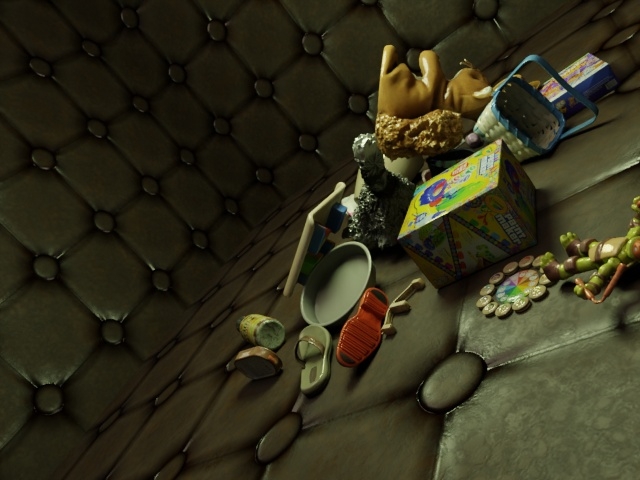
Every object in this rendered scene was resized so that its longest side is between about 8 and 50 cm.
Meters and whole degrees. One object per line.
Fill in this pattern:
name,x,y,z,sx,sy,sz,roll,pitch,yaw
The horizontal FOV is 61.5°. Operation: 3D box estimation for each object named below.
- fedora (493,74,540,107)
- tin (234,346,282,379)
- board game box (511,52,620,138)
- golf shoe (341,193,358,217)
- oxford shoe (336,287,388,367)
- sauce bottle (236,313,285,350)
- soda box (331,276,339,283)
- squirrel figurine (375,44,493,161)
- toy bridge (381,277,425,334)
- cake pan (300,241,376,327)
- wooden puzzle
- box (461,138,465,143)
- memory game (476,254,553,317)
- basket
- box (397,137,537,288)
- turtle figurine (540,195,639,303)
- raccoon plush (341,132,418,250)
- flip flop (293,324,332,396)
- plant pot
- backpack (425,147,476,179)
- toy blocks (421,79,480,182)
fedora,0.660,-0.518,1.875,0.194,0.079,0.194,-35,16,12
tin,-0.195,0.380,1.658,0.189,0.106,0.040,-27,19,46
board game box,0.758,-0.452,1.756,0.347,0.078,0.233,-34,15,24
golf shoe,0.168,-0.156,2.359,0.140,0.115,0.306,-35,16,10
oxford shoe,0.100,0.239,1.388,0.098,0.096,0.271,-55,-3,40
sauce bottle,-0.228,0.321,1.929,0.111,0.111,0.344,-46,13,-20
soda box,0.060,0.126,1.850,0.071,0.067,0.210,-42,13,-6
squirrel figurine,0.373,-0.421,1.767,0.281,0.370,0.397,82,-164,-64
toy bridge,0.205,0.174,1.397,0.188,0.026,0.063,-50,14,-33
cake pan,0.058,0.141,1.655,0.293,0.054,0.293,-34,36,29
wooden puzzle,0.000,0.000,1.843,0.348,0.080,0.322,-53,-15,-57
box,0.520,-0.452,2.283,0.091,0.130,0.170,-38,15,9
memory game,0.410,0.093,1.128,0.186,0.012,0.186,-38,13,11
basket,0.604,-0.373,1.556,0.201,0.254,0.289,-53,7,-25
box,0.381,-0.071,1.375,0.279,0.177,0.290,-30,17,33
turtle figurine,0.509,0.015,0.950,0.270,0.087,0.217,-53,9,-14
raccoon plush,0.157,-0.162,1.766,0.216,0.447,0.299,-35,28,-29
flip flop,-0.032,0.311,1.468,0.112,0.080,0.277,-42,18,18
plant pot,0.256,-0.258,2.230,0.274,0.256,0.256,-62,19,-15
backpack,0.449,-0.227,1.739,0.173,0.158,0.116,-11,12,39
toy blocks,0.447,-0.392,1.974,0.308,0.289,0.260,-36,8,9
